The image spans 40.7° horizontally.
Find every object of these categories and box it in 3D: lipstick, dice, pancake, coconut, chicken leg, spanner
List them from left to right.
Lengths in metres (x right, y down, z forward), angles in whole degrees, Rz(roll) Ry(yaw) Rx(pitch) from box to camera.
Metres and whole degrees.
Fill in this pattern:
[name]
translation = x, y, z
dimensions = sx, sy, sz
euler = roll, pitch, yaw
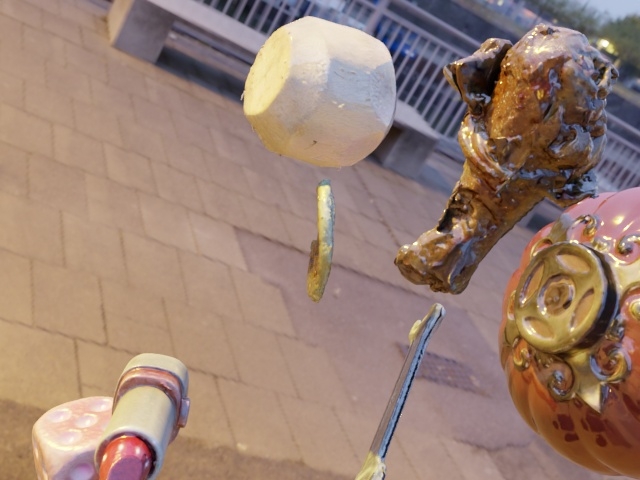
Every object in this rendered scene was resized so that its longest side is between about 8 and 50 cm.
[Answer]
[dice]
translation = -0.213, 0.207, 0.804
dimensions = 0.094, 0.093, 0.091
euler = -12, 24, -25
[lipstick]
translation = -0.122, 0.132, 0.589
dimensions = 0.057, 0.063, 0.186
euler = 10, 7, -6
[pancake]
translation = 0.001, 0.003, 0.891
dimensions = 0.023, 0.129, 0.116
euler = 5, 23, -4
[coconut]
translation = 0.008, -0.158, 0.951
dimensions = 0.162, 0.161, 0.161
euler = 19, 22, -29
[spanner]
translation = 0.084, 0.176, 0.941
dimensions = 0.017, 0.071, 0.302
euler = 36, 41, -5
[chicken leg]
translation = 0.131, -0.051, 0.597
dimensions = 0.125, 0.196, 0.080
euler = 17, 12, 18

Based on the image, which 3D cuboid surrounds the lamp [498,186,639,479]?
[lamp]
translation = 0.325, 0.093, 0.892
dimensions = 0.257, 0.303, 0.303
euler = 24, 19, -31
